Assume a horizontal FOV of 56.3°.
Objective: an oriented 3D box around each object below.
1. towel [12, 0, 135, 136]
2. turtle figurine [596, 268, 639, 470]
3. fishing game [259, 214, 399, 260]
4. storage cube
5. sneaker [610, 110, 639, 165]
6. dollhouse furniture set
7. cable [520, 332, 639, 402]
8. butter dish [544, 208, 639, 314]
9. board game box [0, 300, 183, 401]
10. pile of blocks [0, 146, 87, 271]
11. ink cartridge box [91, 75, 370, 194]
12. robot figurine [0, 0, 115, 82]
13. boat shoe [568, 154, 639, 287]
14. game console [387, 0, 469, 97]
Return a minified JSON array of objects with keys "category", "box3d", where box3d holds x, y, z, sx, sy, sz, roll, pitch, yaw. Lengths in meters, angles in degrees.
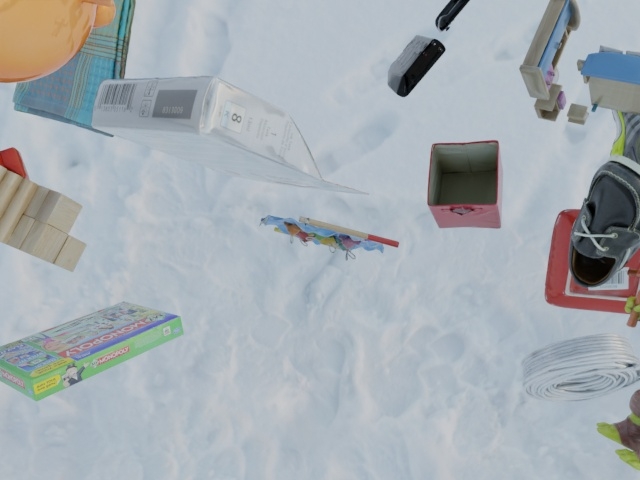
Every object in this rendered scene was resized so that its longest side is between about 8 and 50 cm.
[{"category":"towel","box3d":[-0.433,-0.389,1.057,0.271,0.040,0.370,17,100,28]},{"category":"turtle figurine","box3d":[0.400,0.146,0.675,0.087,0.269,0.217,22,102,-11]},{"category":"fishing game","box3d":[0.000,0.000,0.871,0.189,0.264,0.041,15,85,-15]},{"category":"storage cube","box3d":[0.408,-0.147,1.669,0.184,0.193,0.215,0,72,21]},{"category":"sneaker","box3d":[0.799,-0.293,1.474,0.111,0.121,0.299,0,89,-19]},{"category":"dollhouse furniture set","box3d":[0.655,-0.396,1.362,0.303,0.286,0.198,22,86,33]},{"category":"cable","box3d":[0.591,0.296,1.370,0.257,0.257,0.089,6,57,-11]},{"category":"butter dish","box3d":[0.429,0.019,0.919,0.160,0.159,0.118,5,20,11]},{"category":"board game box","box3d":[-0.468,0.207,1.198,0.214,0.046,0.317,5,18,39]},{"category":"pile of blocks","box3d":[-0.448,-0.086,0.716,0.149,0.362,0.112,6,69,54]},{"category":"ink cartridge box","box3d":[-0.135,-0.168,1.011,0.308,0.385,0.091,12,89,42]},{"category":"robot figurine","box3d":[-0.236,-0.177,0.401,0.219,0.158,0.128,24,69,35]},{"category":"boat shoe","box3d":[0.341,-0.013,0.708,0.079,0.233,0.084,-42,60,-9]},{"category":"game console","box3d":[0.274,-0.471,1.297,0.044,0.213,0.361,36,107,-14]}]
